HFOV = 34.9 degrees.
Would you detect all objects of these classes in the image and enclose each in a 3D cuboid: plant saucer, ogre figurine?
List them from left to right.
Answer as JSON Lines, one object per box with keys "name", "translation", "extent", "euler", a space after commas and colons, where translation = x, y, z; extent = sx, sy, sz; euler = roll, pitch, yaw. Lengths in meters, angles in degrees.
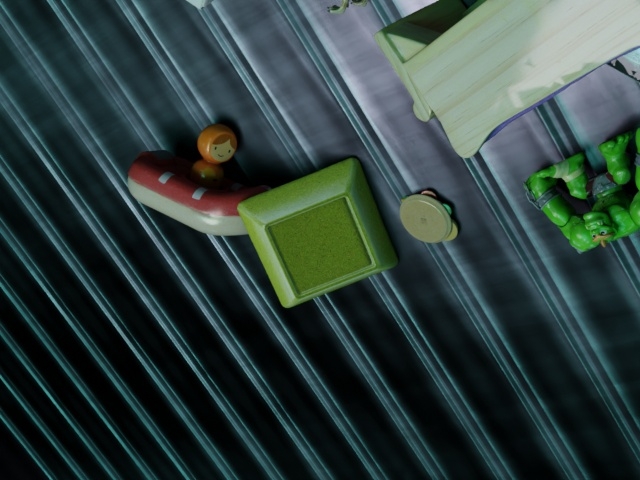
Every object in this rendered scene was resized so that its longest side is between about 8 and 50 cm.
{"name": "plant saucer", "translation": [0.000, 0.000, 1.469], "extent": [0.188, 0.045, 0.188], "euler": [-22, 114, 4]}
{"name": "ogre figurine", "translation": [0.343, -0.056, 1.221], "extent": [0.197, 0.097, 0.118], "euler": [-26, 89, 30]}

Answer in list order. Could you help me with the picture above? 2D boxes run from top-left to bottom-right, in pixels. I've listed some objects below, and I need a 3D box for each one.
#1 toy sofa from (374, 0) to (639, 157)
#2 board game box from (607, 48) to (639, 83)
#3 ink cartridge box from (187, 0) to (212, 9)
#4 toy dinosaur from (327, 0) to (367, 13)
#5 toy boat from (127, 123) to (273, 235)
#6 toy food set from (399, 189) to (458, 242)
{"name": "toy sofa", "translation": [0.239, -0.243, 1.052], "extent": [0.177, 0.150, 0.362], "euler": [56, 144, -1]}
{"name": "board game box", "translation": [0.343, -0.236, 1.087], "extent": [0.186, 0.026, 0.126], "euler": [38, 139, 25]}
{"name": "ink cartridge box", "translation": [-0.197, -0.423, 1.305], "extent": [0.212, 0.093, 0.154], "euler": [36, 143, 8]}
{"name": "toy dinosaur", "translation": [0.035, -0.328, 1.247], "extent": [0.183, 0.053, 0.092], "euler": [22, 133, 21]}
{"name": "toy boat", "translation": [-0.168, -0.103, 1.539], "extent": [0.231, 0.151, 0.151], "euler": [25, 106, 18]}
{"name": "toy food set", "translation": [0.149, -0.033, 1.428], "extent": [0.083, 0.020, 0.082], "euler": [-2, 122, 38]}
